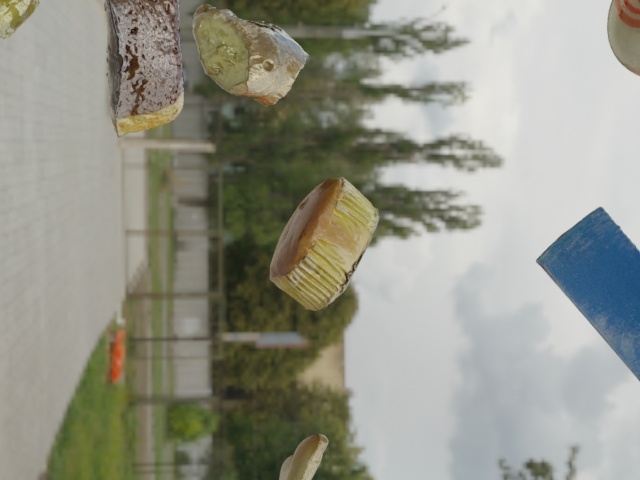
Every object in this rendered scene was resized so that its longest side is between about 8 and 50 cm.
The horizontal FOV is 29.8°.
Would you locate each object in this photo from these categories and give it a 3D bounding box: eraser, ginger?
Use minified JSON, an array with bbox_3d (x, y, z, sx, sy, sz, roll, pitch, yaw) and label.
[{"bbox_3d":[0.505,0.103,1.975,0.312,0.144,0.042,49,5,-3],"label":"eraser"},{"bbox_3d":[-0.132,-0.328,2.084,0.130,0.221,0.275,-55,-159,11],"label":"ginger"}]

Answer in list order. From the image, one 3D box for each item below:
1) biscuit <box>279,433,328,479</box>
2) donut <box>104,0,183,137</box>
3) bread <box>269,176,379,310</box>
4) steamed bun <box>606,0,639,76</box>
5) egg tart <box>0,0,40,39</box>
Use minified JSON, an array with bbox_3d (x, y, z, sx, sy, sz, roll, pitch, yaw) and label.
[{"bbox_3d":[-0.054,0.448,2.083,0.164,0.047,0.207,-53,-165,50],"label":"biscuit"},{"bbox_3d":[-0.244,-0.242,1.666,0.295,0.112,0.151,96,-17,-55],"label":"donut"},{"bbox_3d":[0.000,0.000,1.792,0.190,0.114,0.132,-58,-163,-23],"label":"bread"},{"bbox_3d":[0.687,-0.454,2.348,0.177,0.283,0.283,37,37,-41],"label":"steamed bun"},{"bbox_3d":[-0.498,-0.414,1.507,0.169,0.388,0.387,5,-84,60],"label":"egg tart"}]
